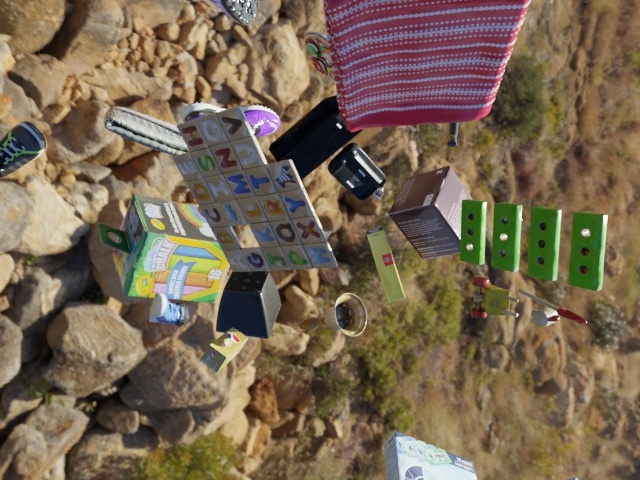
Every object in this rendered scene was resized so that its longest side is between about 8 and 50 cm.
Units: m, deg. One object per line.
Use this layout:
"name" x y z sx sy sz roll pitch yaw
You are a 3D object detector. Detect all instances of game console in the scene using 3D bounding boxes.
"game console" 0.047 -0.203 1.414 0.213 0.044 0.361 -37 140 13

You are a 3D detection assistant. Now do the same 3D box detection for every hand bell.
"hand bell" 0.013 0.242 1.670 0.126 0.242 0.126 14 67 -37

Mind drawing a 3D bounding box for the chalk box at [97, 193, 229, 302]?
"chalk box" -0.375 0.018 1.290 0.289 0.180 0.179 10 117 -33

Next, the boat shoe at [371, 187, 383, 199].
"boat shoe" 0.158 -0.156 1.660 0.137 0.049 0.043 20 89 -63

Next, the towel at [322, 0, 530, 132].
"towel" 0.111 -0.198 0.606 0.275 0.199 0.031 65 22 -74

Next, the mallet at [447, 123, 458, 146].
"mallet" 0.256 -0.254 1.083 0.039 0.062 0.189 53 47 -42

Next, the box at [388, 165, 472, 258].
"box" 0.343 -0.079 1.629 0.203 0.167 0.168 49 52 -25

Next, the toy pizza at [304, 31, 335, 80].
"toy pizza" 0.017 -0.570 1.736 0.032 0.201 0.201 -46 137 -10

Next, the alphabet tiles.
"alphabet tiles" -0.099 -0.058 0.735 0.009 0.198 0.237 -48 122 -43

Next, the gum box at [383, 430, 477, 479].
"gum box" 0.178 0.403 0.849 0.157 0.184 0.041 24 119 -12

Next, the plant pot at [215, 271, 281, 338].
"plant pot" -0.246 0.200 1.863 0.188 0.188 0.167 -73 167 -54

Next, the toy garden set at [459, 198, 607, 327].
"toy garden set" 0.333 0.044 0.874 0.049 0.244 0.203 -10 104 -34

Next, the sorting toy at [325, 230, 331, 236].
"sorting toy" 0.000 0.000 1.629 0.075 0.045 0.083 -44 177 26

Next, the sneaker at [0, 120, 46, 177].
"sneaker" -0.756 -0.201 1.333 0.084 0.235 0.097 47 38 -21

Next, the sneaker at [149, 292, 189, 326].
"sneaker" -0.331 0.155 1.227 0.085 0.058 0.152 7 156 -21

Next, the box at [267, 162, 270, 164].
"box" -0.255 -0.231 1.883 0.191 0.184 0.045 24 61 -20

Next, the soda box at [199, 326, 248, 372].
"soda box" -0.272 0.309 1.564 0.058 0.061 0.181 -57 175 12

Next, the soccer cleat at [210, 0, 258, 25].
"soccer cleat" -0.259 -0.593 1.203 0.318 0.116 0.108 32 72 -53

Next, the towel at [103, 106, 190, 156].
"towel" -0.314 -0.225 1.227 0.324 0.312 0.056 19 98 -24

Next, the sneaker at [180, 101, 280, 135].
"sneaker" -0.236 -0.297 1.542 0.293 0.146 0.102 -7 151 -33

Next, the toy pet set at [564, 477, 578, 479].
"toy pet set" 0.577 0.599 1.259 0.114 0.122 0.065 -3 107 -55

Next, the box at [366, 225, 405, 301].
"box" 0.204 0.076 1.714 0.058 0.232 0.087 -17 169 7
